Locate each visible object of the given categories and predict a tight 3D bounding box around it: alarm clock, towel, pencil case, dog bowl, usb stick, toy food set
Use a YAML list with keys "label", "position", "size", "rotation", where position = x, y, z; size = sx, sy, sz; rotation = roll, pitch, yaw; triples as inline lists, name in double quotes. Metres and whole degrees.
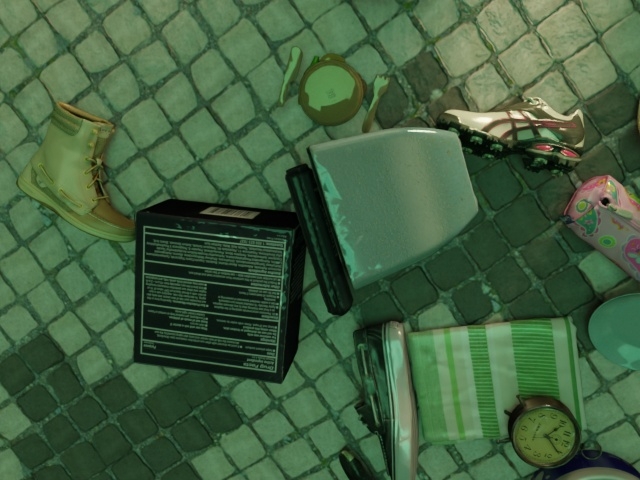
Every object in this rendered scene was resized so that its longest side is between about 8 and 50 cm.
- label: "alarm clock"
  position: [0.448, 0.375, 1.231]
  size: [0.191, 0.064, 0.130]
  rotation: [21, 101, 6]
- label: "towel"
  position: [0.353, 0.282, 1.280]
  size: [0.324, 0.038, 0.248]
  rotation: [-8, 99, 9]
- label: "pencil case"
  position: [0.580, -0.001, 1.160]
  size: [0.284, 0.124, 0.124]
  rotation: [37, 102, -2]
- label: "dog bowl"
  position: [0.546, 0.561, 1.273]
  size: [0.264, 0.104, 0.265]
  rotation: [1, 101, 6]
- label: "usb stick"
  position: [0.000, 0.000, 1.145]
  size: [0.045, 0.077, 0.278]
  rotation: [-14, 99, 24]
- label: "toy food set"
  position: [0.022, -0.285, 1.216]
  size: [0.191, 0.038, 0.133]
  rotation: [18, 108, -5]

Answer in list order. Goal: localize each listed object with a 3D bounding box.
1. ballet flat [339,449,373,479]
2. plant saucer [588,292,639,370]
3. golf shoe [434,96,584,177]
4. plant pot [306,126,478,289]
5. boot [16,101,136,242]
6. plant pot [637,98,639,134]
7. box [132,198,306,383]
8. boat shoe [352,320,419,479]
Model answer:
- label: "ballet flat"
  position: [0.100, 0.507, 1.348]
  size: [0.049, 0.057, 0.173]
  rotation: [-42, 96, -29]
- label: "plant saucer"
  position: [0.610, 0.165, 1.201]
  size: [0.194, 0.037, 0.195]
  rotation: [14, 130, 17]
- label: "golf shoe"
  position: [0.347, -0.206, 1.172]
  size: [0.272, 0.105, 0.120]
  rotation: [15, 84, -1]
- label: "plant pot"
  position: [0.131, -0.087, 1.140]
  size: [0.252, 0.248, 0.247]
  rotation: [-18, 98, 0]
- label: "boot"
  position: [-0.448, -0.133, 1.263]
  size: [0.261, 0.095, 0.204]
  rotation: [31, 101, 4]
- label: "plant pot"
  position: [0.721, -0.227, 1.065]
  size: [0.254, 0.237, 0.237]
  rotation: [12, 102, -10]
- label: "box"
  position: [-0.188, 0.088, 1.224]
  size: [0.296, 0.183, 0.294]
  rotation: [7, 102, 7]
- label: "boat shoe"
  position: [0.128, 0.329, 1.283]
  size: [0.119, 0.121, 0.336]
  rotation: [-6, 89, 15]
